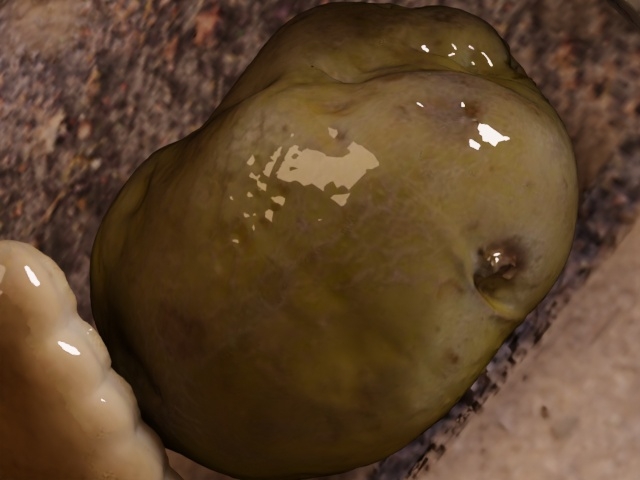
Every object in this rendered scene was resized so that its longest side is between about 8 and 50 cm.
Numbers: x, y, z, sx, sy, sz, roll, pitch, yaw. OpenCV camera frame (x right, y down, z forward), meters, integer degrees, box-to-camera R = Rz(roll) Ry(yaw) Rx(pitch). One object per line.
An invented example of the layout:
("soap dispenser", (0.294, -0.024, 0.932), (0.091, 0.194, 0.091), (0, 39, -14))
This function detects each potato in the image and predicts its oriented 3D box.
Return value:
("potato", (0.003, 0.002, 0.611), (0.200, 0.137, 0.154), (-44, 16, 12))

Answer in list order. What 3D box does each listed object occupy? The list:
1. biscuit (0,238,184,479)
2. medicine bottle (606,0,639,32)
("biscuit", (-0.193, 0.129, 0.648), (0.324, 0.217, 0.044), (-15, 24, 26))
("medicine bottle", (0.166, -0.183, 0.632), (0.201, 0.052, 0.171), (-46, 47, 10))
